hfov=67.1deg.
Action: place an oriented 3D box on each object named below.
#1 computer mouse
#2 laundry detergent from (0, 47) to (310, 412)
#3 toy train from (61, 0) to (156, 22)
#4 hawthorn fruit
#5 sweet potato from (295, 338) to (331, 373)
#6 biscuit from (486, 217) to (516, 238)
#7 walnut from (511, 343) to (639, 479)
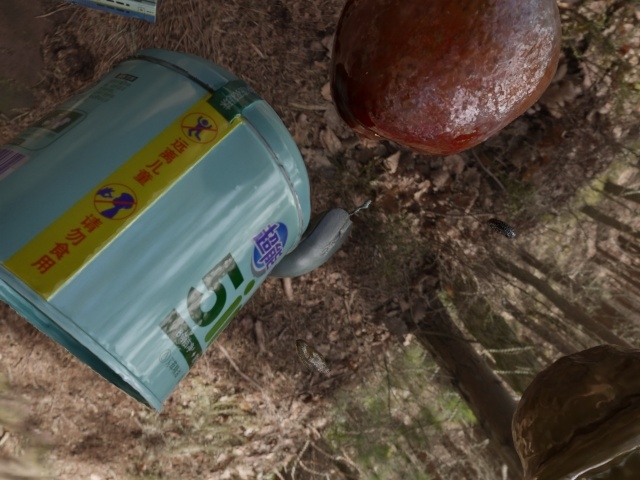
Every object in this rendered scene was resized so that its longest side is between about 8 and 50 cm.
[{"bbox_3d":[0.000,0.000,1.387,0.379,0.090,0.167,-35,142,-4],"label":"computer mouse"},{"bbox_3d":[-0.182,-0.028,0.524,0.305,0.287,0.287,-52,128,-29],"label":"laundry detergent"},{"bbox_3d":[-0.432,-0.472,0.912,0.234,0.052,0.051,6,161,-20],"label":"toy train"},{"bbox_3d":[0.087,-0.148,0.380,0.173,0.173,0.172,-7,120,-13],"label":"hawthorn fruit"},{"bbox_3d":[-0.031,0.306,1.290,0.053,0.054,0.182,-19,138,16],"label":"sweet potato"},{"bbox_3d":[0.531,-0.036,1.424,0.087,0.089,0.027,37,87,10],"label":"biscuit"},{"bbox_3d":[0.551,0.373,0.890,0.384,0.383,0.383,-7,120,-13],"label":"walnut"}]
